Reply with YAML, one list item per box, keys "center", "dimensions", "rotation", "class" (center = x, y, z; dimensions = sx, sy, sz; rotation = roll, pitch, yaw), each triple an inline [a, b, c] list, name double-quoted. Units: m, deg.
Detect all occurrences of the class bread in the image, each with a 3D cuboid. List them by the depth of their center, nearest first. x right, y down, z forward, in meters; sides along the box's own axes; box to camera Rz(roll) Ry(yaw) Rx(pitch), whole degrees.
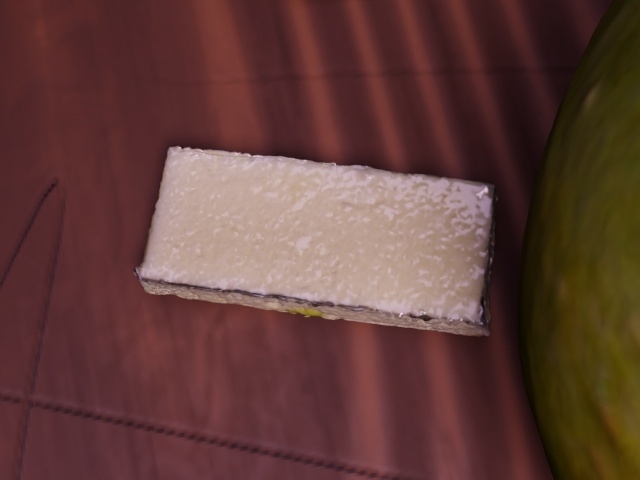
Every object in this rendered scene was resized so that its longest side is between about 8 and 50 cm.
- center: [0.000, 0.000, 0.513]
  dimensions: [0.153, 0.028, 0.068]
  rotation: [7, 70, 6]
  class: "bread"

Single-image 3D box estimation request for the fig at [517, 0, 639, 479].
- center: [0.192, -0.002, 0.397]
  dimensions: [0.258, 0.258, 0.326]
  rotation: [0, 46, 3]
  class: "fig"
